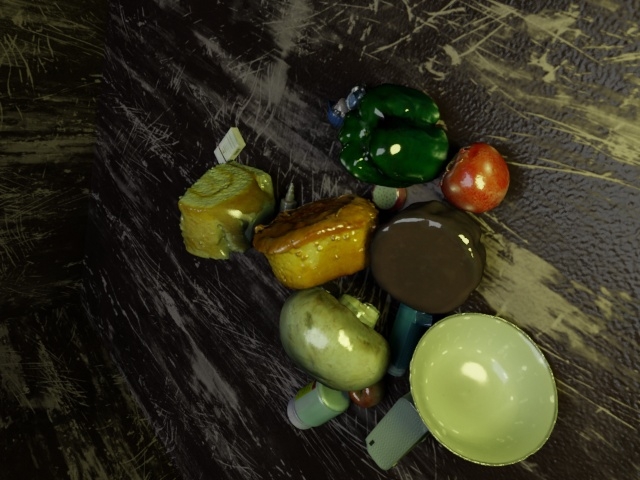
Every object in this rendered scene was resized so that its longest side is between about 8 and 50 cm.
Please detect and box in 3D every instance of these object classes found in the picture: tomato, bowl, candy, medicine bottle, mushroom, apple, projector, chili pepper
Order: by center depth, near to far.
[{"bbox_3d":[0.361,-0.142,1.058,0.167,0.167,0.167,11,106,43],"label":"tomato"},{"bbox_3d":[0.364,0.357,1.092,0.337,0.337,0.157,54,162,22],"label":"bowl"},{"bbox_3d":[0.177,-0.246,1.137,0.233,0.257,0.248,-40,62,45],"label":"chili pepper"},{"bbox_3d":[0.259,0.493,1.245,0.108,0.198,0.250,46,128,28],"label":"projector"},{"bbox_3d":[0.256,0.275,1.287,0.124,0.079,0.258,34,121,37],"label":"medicine bottle"},{"bbox_3d":[0.193,-0.130,1.292,0.103,0.043,0.103,11,106,43],"label":"candy"},{"bbox_3d":[0.040,0.271,1.297,0.352,0.352,0.260,25,71,38],"label":"mushroom"},{"bbox_3d":[0.146,0.456,1.416,0.126,0.102,0.126,4,95,45],"label":"apple"},{"bbox_3d":[-0.008,0.553,1.559,0.225,0.139,0.139,-47,66,39],"label":"medicine bottle"},{"bbox_3d":[-0.115,-0.106,1.587,0.058,0.058,0.199,29,117,37],"label":"medicine bottle"}]

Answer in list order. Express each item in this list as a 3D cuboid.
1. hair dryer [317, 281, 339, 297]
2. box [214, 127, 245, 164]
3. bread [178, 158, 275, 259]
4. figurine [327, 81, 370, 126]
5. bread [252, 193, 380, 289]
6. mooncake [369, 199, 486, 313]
[{"bbox_3d":[0.039,0.272,1.499,0.251,0.089,0.197,39,112,16],"label":"hair dryer"},{"bbox_3d":[-0.357,-0.360,1.783,0.154,0.040,0.084,-40,73,42],"label":"box"},{"bbox_3d":[-0.289,-0.118,1.603,0.264,0.395,0.239,14,129,17],"label":"bread"},{"bbox_3d":[0.084,-0.397,1.330,0.149,0.086,0.087,-28,119,32],"label":"figurine"},{"bbox_3d":[-0.003,0.001,1.296,0.337,0.358,0.204,-107,0,-78],"label":"bread"},{"bbox_3d":[0.269,0.039,1.146,0.283,0.141,0.283,10,115,22],"label":"mooncake"}]
